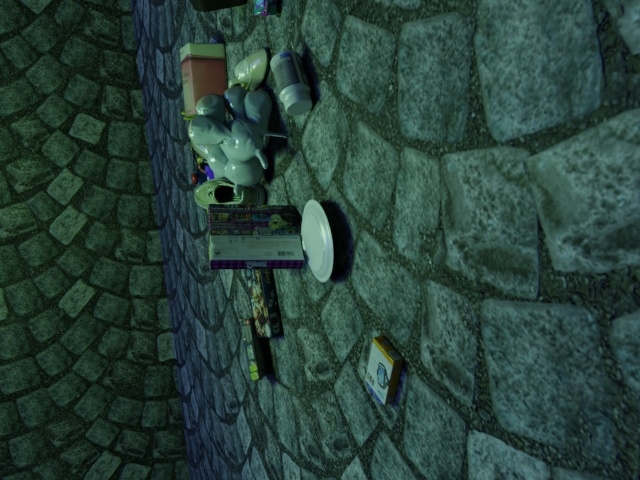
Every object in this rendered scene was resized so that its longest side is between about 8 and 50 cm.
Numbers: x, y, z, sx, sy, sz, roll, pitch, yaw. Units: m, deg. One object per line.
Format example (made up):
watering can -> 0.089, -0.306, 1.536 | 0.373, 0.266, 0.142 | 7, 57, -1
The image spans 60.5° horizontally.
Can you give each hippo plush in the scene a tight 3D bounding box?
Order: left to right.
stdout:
hippo plush -> -0.215, -0.278, 1.570 | 0.294, 0.234, 0.236 | 25, 153, 12

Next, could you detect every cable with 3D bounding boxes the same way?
cable -> -0.512, -0.347, 2.284 | 0.150, 0.047, 0.185 | -122, 23, -54

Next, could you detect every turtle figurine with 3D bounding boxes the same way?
turtle figurine -> -0.447, -0.384, 2.075 | 0.269, 0.087, 0.217 | -104, -3, -53

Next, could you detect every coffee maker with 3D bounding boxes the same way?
coffee maker -> -0.303, -0.297, 1.770 | 0.178, 0.171, 0.120 | 42, 159, 25

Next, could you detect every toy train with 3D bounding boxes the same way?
toy train -> -0.412, -0.143, 2.088 | 0.143, 0.105, 0.248 | 102, 149, -56

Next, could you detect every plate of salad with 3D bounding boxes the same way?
plate of salad -> 0.000, 0.000, 1.313 | 0.200, 0.048, 0.200 | 171, 90, -69

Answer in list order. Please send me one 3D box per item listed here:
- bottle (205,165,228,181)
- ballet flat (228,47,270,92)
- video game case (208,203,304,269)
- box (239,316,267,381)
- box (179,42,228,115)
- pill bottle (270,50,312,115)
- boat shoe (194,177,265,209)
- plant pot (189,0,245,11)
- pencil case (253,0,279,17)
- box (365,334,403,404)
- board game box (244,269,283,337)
bottle -> -0.321, -0.134, 1.879 | 0.118, 0.092, 0.283 | 63, -169, -74
ballet flat -> -0.219, -0.470, 1.594 | 0.248, 0.086, 0.086 | -37, 64, 61
video game case -> -0.169, -0.013, 1.401 | 0.210, 0.232, 0.042 | -104, 19, -44
box -> -0.224, 0.362, 1.850 | 0.114, 0.036, 0.207 | 35, -135, -82
box -> -0.402, -0.552, 1.898 | 0.148, 0.126, 0.232 | 19, 115, 62
pill bottle -> -0.067, -0.374, 1.307 | 0.078, 0.078, 0.137 | -45, 57, 60
boat shoe -> -0.308, -0.151, 1.738 | 0.302, 0.094, 0.109 | 2, 86, 39
plant pot -> -0.312, -0.768, 1.605 | 0.187, 0.188, 0.167 | 41, 146, 54
pencil case -> -0.133, -0.644, 1.380 | 0.070, 0.064, 0.152 | -109, 22, -59
box -> 0.131, 0.277, 1.150 | 0.081, 0.028, 0.136 | 48, 141, 49
board game box -> -0.185, 0.189, 1.767 | 0.165, 0.042, 0.243 | -21, 79, 65
